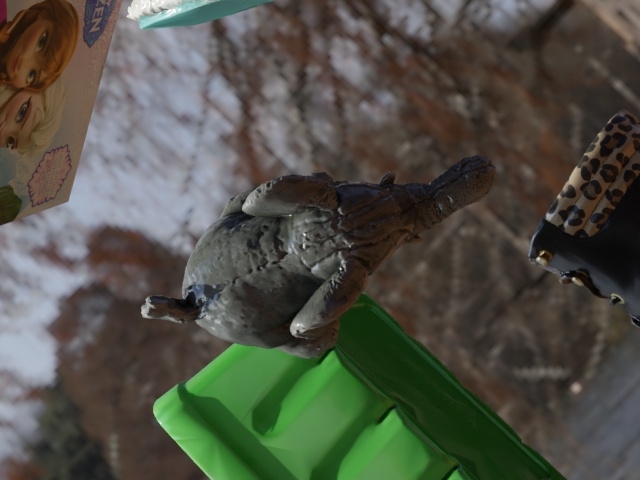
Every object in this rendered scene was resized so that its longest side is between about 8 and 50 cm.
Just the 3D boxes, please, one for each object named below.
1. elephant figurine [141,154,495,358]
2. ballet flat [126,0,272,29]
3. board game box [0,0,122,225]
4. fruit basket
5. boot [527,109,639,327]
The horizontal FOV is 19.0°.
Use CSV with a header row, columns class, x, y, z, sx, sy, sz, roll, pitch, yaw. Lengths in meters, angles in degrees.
class,x,y,z,sx,sy,sz,roll,pitch,yaw
elephant figurine,0.000,0.000,1.616,0.239,0.169,0.186,-28,34,51
ballet flat,-0.057,-0.310,1.994,0.409,0.147,0.147,-5,28,49
board game box,-0.319,-0.152,1.812,0.318,0.066,0.319,-26,-41,-57
fruit basket,-0.004,0.280,1.806,0.392,0.392,0.283,-49,-20,22
boot,0.333,0.081,1.872,0.138,0.284,0.377,-30,-29,-52
